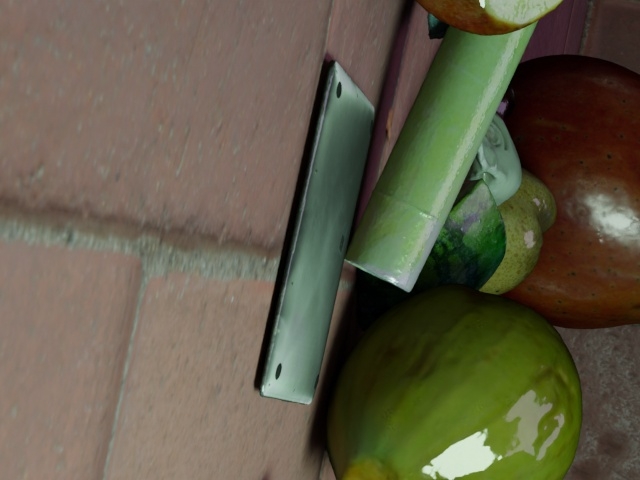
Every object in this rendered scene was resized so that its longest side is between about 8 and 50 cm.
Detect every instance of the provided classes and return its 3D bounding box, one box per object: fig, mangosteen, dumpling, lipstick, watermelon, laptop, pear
[{"bbox_3d":[0.113,0.172,1.502,0.271,0.239,0.239,-34,139,-39],"label":"fig"},{"bbox_3d":[0.185,-0.159,1.858,0.081,0.081,0.081,11,90,-78],"label":"mangosteen"},{"bbox_3d":[0.148,-0.099,1.738,0.108,0.153,0.219,-35,172,-5],"label":"dumpling"},{"bbox_3d":[0.114,-0.105,1.457,0.304,0.076,0.076,-65,167,-2],"label":"lipstick"},{"bbox_3d":[0.095,0.040,1.609,0.146,0.128,0.231,-51,157,-28],"label":"watermelon"},{"bbox_3d":[0.000,0.000,1.316,0.187,0.015,0.269,34,68,-76],"label":"laptop"},{"bbox_3d":[0.201,-0.012,1.919,0.167,0.136,0.167,24,90,-89],"label":"pear"}]

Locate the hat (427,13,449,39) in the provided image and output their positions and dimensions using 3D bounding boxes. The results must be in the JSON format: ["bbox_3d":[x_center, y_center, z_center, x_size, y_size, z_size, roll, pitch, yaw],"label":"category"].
[{"bbox_3d":[0.125,-0.266,1.519,0.191,0.078,0.138,-28,126,-50],"label":"hat"}]

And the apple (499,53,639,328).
[{"bbox_3d":[0.356,-0.053,2.099,0.329,0.364,0.295,103,8,-48],"label":"apple"}]

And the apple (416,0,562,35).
[{"bbox_3d":[0.134,-0.268,1.338,0.173,0.160,0.195,-36,127,-44],"label":"apple"}]
